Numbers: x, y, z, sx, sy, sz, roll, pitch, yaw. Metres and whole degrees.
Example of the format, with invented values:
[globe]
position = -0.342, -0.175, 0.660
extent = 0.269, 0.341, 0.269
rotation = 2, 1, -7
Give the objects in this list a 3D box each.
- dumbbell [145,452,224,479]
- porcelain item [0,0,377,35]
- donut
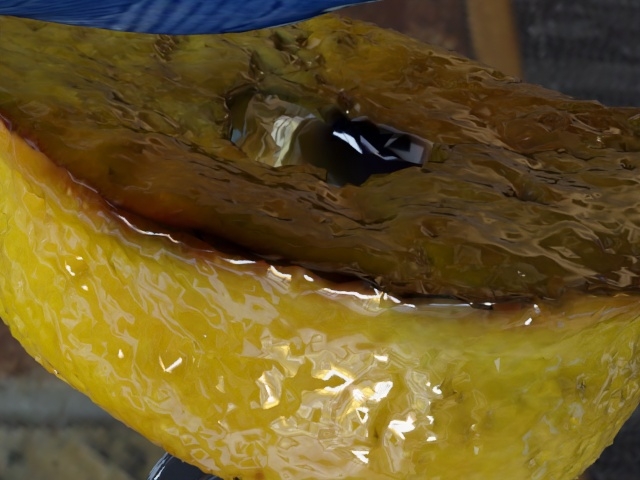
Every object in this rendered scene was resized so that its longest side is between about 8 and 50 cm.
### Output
[dumbbell]
position = -0.036, 0.187, 1.107
extent = 0.143, 0.325, 0.143
rotation = 0, 92, -9
[porcelain item]
position = -0.050, -0.080, 0.299
extent = 0.288, 0.186, 0.138
rotation = -13, 113, -54
[donut]
position = 0.001, 0.000, 0.446
extent = 0.190, 0.074, 0.174
rotation = 21, 27, 20
